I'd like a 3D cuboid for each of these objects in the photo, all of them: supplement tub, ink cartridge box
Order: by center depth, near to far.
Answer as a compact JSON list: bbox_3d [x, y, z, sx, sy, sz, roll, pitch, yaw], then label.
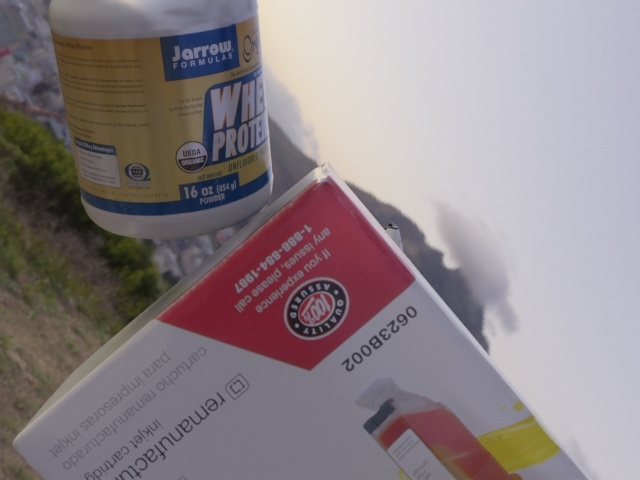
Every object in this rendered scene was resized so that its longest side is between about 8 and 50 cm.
[{"bbox_3d":[-0.112,-0.116,0.644,0.144,0.144,0.199,-114,-162,-64],"label":"supplement tub"},{"bbox_3d":[0.023,0.177,0.664,0.384,0.279,0.160,49,3,-7],"label":"ink cartridge box"}]

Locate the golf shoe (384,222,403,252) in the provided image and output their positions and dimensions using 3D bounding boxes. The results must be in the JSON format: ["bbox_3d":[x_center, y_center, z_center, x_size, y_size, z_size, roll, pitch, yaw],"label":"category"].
[{"bbox_3d":[0.000,0.000,1.018,0.077,0.198,0.094,-55,153,-66],"label":"golf shoe"}]
